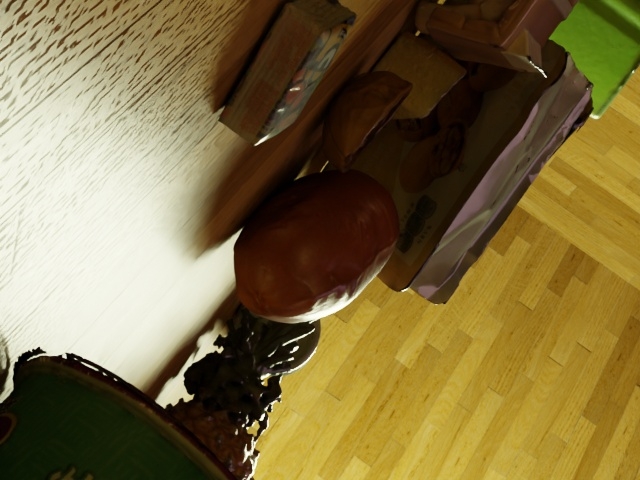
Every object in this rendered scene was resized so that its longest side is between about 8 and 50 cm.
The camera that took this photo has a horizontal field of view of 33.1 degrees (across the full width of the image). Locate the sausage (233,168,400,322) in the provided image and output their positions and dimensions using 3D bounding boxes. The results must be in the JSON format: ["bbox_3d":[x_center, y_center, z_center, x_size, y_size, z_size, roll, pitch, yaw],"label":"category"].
[{"bbox_3d":[0.002,-0.001,1.035,0.133,0.133,0.258,-56,174,24],"label":"sausage"}]

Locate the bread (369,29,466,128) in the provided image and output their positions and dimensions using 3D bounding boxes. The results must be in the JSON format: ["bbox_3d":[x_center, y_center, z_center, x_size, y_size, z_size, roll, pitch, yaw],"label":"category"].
[{"bbox_3d":[0.088,-0.151,1.126,0.084,0.080,0.109,-49,173,-18],"label":"bread"}]

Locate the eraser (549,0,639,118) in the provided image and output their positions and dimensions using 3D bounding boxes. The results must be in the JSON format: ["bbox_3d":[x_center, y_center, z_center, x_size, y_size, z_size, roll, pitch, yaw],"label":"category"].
[{"bbox_3d":[0.422,-0.370,1.825,0.210,0.274,0.092,-57,174,30],"label":"eraser"}]

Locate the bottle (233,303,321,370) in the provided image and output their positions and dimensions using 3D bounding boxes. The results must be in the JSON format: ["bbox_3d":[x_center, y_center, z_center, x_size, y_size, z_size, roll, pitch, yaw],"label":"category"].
[{"bbox_3d":[-0.061,0.136,1.526,0.120,0.120,0.253,-54,175,-9],"label":"bottle"}]

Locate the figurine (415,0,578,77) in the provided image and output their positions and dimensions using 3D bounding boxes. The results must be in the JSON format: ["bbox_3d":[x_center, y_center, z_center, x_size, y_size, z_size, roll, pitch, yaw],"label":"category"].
[{"bbox_3d":[0.203,-0.285,1.062,0.162,0.141,0.236,14,103,-59],"label":"figurine"}]

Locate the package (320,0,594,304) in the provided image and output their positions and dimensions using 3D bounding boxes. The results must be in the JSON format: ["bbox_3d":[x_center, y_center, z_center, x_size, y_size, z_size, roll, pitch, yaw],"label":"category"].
[{"bbox_3d":[0.158,-0.092,1.224,0.165,0.221,0.311,29,99,-45],"label":"package"}]

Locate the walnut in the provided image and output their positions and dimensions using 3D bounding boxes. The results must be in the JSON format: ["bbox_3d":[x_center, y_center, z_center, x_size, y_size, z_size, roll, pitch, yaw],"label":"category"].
[{"bbox_3d":[0.035,-0.116,0.991,0.121,0.052,0.091,-48,174,-42],"label":"walnut"}]

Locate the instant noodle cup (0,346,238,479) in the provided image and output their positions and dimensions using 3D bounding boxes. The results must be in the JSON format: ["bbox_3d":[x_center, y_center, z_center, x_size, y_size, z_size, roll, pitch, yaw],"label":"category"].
[{"bbox_3d":[-0.135,0.206,0.508,0.190,0.251,0.251,-40,169,-33],"label":"instant noodle cup"}]

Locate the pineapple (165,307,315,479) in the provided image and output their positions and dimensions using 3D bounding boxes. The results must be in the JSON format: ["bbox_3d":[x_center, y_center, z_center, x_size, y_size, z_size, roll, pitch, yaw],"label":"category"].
[{"bbox_3d":[-0.118,0.204,1.290,0.340,0.169,0.169,-60,178,-19],"label":"pineapple"}]

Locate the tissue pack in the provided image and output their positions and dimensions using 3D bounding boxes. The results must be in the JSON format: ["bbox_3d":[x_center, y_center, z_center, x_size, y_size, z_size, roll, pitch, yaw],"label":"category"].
[{"bbox_3d":[-0.018,-0.100,0.623,0.083,0.035,0.063,-57,175,29],"label":"tissue pack"}]
